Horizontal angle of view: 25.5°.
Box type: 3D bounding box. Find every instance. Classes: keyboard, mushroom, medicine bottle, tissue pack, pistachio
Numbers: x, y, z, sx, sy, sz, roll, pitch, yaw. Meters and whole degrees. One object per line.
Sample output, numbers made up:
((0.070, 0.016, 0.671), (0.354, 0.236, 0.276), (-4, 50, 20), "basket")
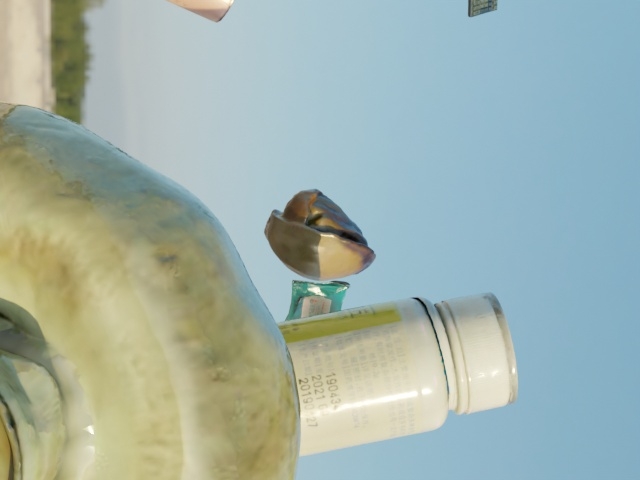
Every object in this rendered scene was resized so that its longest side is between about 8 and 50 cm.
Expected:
((0.237, -0.413, 2.049), (0.014, 0.055, 0.176), (31, -48, 45), "keyboard")
((-0.186, 0.096, 0.774), (0.260, 0.352, 0.352), (-30, 122, -78), "mushroom")
((0.065, 0.136, 1.472), (0.143, 0.258, 0.143), (171, -90, -85), "medicine bottle")
((-0.005, 0.088, 1.997), (0.138, 0.085, 0.028), (102, -12, -56), "tissue pack")
((0.000, 0.000, 2.136), (0.165, 0.210, 0.130), (8, -109, 39), "pistachio")

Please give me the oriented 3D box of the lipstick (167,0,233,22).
((-0.265, -0.391, 1.860), (0.087, 0.327, 0.087), (-49, -151, 40), "lipstick")
